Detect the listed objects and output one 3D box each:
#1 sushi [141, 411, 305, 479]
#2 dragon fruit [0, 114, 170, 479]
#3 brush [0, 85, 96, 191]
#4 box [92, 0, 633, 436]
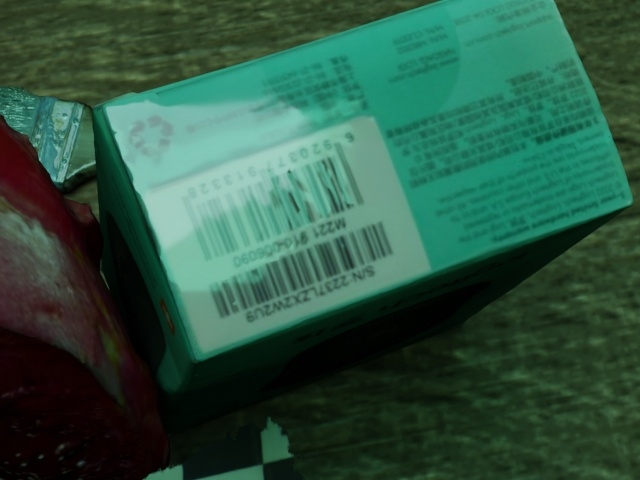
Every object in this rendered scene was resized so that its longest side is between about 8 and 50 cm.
[{"bbox_3d":[-0.090,0.216,0.631,0.279,0.043,0.192,-33,61,20],"label":"sushi"},{"bbox_3d":[-0.271,0.037,0.652,0.386,0.371,0.249,-2,56,-13],"label":"dragon fruit"},{"bbox_3d":[-0.131,-0.055,0.879,0.196,0.021,0.070,10,67,1],"label":"brush"},{"bbox_3d":[0.000,0.000,0.693,0.205,0.311,0.118,-17,80,-13],"label":"box"}]
